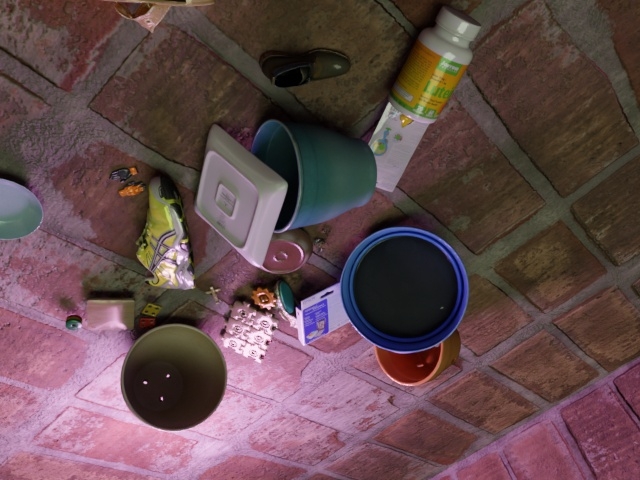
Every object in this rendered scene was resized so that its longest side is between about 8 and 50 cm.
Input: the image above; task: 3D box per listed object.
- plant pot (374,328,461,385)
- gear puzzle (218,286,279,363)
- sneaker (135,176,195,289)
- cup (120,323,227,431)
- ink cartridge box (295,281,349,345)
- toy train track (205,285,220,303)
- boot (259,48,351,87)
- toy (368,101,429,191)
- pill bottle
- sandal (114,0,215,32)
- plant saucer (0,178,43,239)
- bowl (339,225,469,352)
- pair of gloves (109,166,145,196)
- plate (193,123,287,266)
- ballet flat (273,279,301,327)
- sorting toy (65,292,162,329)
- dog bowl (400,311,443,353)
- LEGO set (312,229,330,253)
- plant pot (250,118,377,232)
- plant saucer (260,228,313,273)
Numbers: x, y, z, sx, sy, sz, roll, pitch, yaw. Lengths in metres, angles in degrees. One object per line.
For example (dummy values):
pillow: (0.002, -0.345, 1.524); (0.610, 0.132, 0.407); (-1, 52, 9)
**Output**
plant pot: (0.368, 0.370, 1.973); (0.204, 0.290, 0.291); (10, 130, -46)
gear puzzle: (-0.225, 0.264, 1.812); (0.176, 0.044, 0.338); (24, 128, 2)
sneaker: (-0.427, 0.001, 1.470); (0.147, 0.145, 0.384); (-7, 131, -11)
cup: (-0.502, 0.460, 1.781); (0.332, 0.330, 0.237); (14, 152, -27)
ink cartridge box: (0.015, 0.227, 1.822); (0.207, 0.045, 0.208); (-23, 132, -27)
toy train track: (-0.338, 0.177, 1.745); (0.048, 0.014, 0.083); (-14, 134, -4)
boot: (-0.026, -0.385, 1.260); (0.220, 0.106, 0.082); (-5, 133, -12)
toy: (0.186, -0.259, 1.475); (0.137, 0.056, 0.237); (15, 121, -23)
pill bottle: (0.274, -0.417, 1.299); (0.137, 0.136, 0.245); (10, 128, -24)
sandal: (-0.333, -0.463, 1.110); (0.240, 0.088, 0.079); (-9, 127, -16)
plant saucer: (-0.793, -0.085, 1.353); (0.195, 0.037, 0.194); (-8, 132, -9)
bowl: (0.259, 0.149, 1.695); (0.391, 0.390, 0.077); (-32, 176, 12)
pair of gloves: (-0.495, -0.149, 1.402); (0.074, 0.010, 0.083); (-17, 133, -1)
plate: (-0.220, -0.104, 1.360); (0.045, 0.277, 0.277); (-26, 148, -45)
ballet flat: (-0.113, 0.222, 1.811); (0.077, 0.091, 0.240); (-10, 134, 23)
sorting toy: (-0.629, 0.213, 1.667); (0.275, 0.046, 0.132); (3, 130, -18)
dog bowl: (0.279, 0.238, 1.805); (0.265, 0.264, 0.104); (-33, 165, 14)
LEGO set: (0.003, -0.001, 1.683); (0.054, 0.023, 0.083); (24, 108, -35)
plant pot: (-0.008, -0.164, 1.375); (0.256, 0.271, 0.271); (-6, 134, -31)
plant saucer: (-0.120, 0.039, 1.655); (0.199, 0.036, 0.198); (-4, 134, -4)
